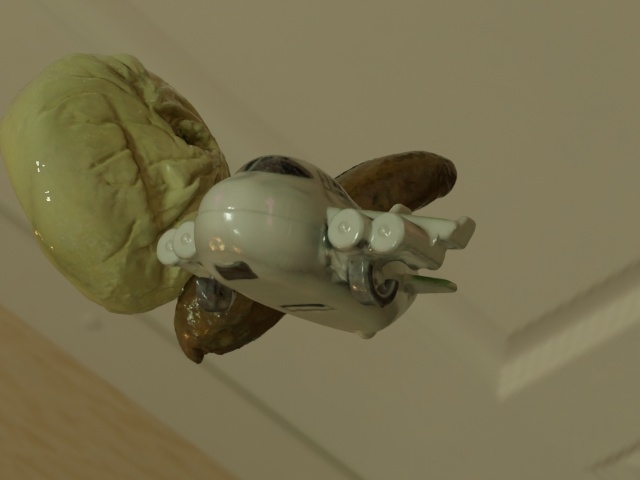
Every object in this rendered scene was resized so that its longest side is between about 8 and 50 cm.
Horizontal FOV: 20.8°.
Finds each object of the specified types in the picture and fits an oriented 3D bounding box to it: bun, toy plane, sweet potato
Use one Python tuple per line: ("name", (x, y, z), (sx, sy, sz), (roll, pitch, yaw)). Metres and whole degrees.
("bun", (-0.162, -0.058, 1.463), (0.145, 0.229, 0.229), (-28, 33, 14))
("toy plane", (-0.001, 0.003, 0.902), (0.174, 0.174, 0.080), (-9, 71, 51))
("sweet potato", (-0.004, -0.002, 1.355), (0.273, 0.075, 0.075), (-36, 23, -20))
